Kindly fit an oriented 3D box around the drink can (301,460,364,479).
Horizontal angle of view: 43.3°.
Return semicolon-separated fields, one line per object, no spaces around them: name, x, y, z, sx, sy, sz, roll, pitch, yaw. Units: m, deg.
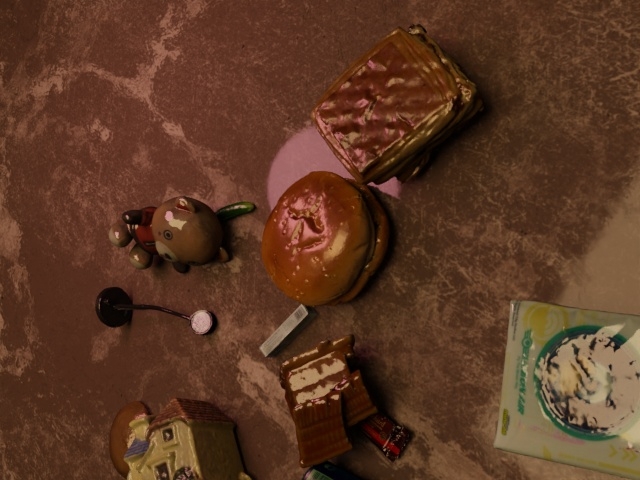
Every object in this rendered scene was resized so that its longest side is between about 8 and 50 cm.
drink can;0.056;0.558;1.721;0.205;0.118;0.118;20;93;37

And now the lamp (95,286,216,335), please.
lamp;-0.429;0.196;2.186;0.372;0.108;0.130;1;69;21

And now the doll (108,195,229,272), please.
doll;-0.391;-0.019;2.120;0.330;0.235;0.174;-1;40;40

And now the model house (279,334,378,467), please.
model house;0.018;0.353;1.747;0.200;0.219;0.229;-19;68;0

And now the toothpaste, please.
toothpaste;-0.077;0.216;1.924;0.164;0.046;0.034;-47;60;19

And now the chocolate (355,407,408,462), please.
chocolate;0.119;0.400;1.761;0.182;0.028;0.086;32;103;38

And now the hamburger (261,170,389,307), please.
hamburger;0.000;0.000;1.837;0.290;0.170;0.314;45;109;39

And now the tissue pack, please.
tissue pack;0.519;0.266;1.419;0.388;0.162;0.287;5;87;36

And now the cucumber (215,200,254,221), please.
cucumber;-0.238;-0.075;2.099;0.155;0.037;0.037;-17;72;32

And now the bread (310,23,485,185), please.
bread;0.170;-0.282;1.767;0.324;0.167;0.277;-40;60;13

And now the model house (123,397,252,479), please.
model house;-0.365;0.531;1.943;0.321;0.261;0.266;-26;65;25

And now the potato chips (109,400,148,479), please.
potato chips;-0.515;0.540;2.169;0.195;0.062;0.208;12;91;38
